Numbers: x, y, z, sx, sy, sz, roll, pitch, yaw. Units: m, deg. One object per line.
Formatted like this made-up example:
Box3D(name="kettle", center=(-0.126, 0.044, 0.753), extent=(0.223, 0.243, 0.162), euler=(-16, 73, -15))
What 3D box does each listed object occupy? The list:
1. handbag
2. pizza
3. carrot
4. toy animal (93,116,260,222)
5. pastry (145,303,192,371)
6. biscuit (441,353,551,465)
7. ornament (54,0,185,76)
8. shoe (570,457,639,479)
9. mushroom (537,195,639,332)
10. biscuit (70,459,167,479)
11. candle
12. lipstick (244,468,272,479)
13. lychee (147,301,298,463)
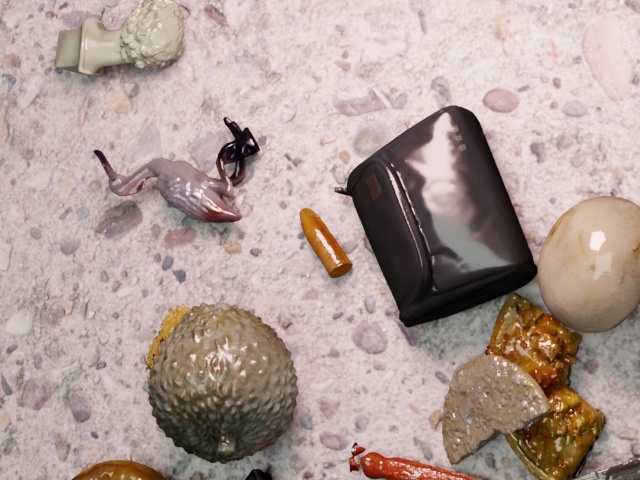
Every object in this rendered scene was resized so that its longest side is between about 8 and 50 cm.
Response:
Box3D(name="handbag", center=(0.162, -0.031, 1.652), extent=(0.275, 0.178, 0.301), euler=(-25, 75, 21))
Box3D(name="pizza", center=(0.335, 0.226, 1.596), extent=(0.161, 0.086, 0.305), euler=(-16, 79, 22))
Box3D(name="carrot", center=(0.000, 0.000, 1.799), extent=(0.048, 0.048, 0.139), euler=(-40, 68, 16))
Box3D(name="toy animal", center=(-0.252, -0.107, 1.906), extent=(0.324, 0.090, 0.195), euler=(-13, 73, 14))
Box3D(name="pastry", center=(-0.265, 0.186, 1.899), extent=(0.080, 0.056, 0.140), euler=(24, 97, 37))
Box3D(name="biscuit", center=(0.249, 0.248, 1.605), extent=(0.250, 0.032, 0.133), euler=(-45, 57, 49))
Box3D(name="ornament", center=(-0.385, -0.369, 1.980), extent=(0.285, 0.120, 0.130), euler=(-12, 82, 25))
Box3D(name="shoe", center=(0.462, 0.391, 1.499), extent=(0.293, 0.109, 0.149), euler=(-24, 70, 15))
Box3D(name="mushroom", center=(0.434, 0.045, 1.531), extent=(0.215, 0.207, 0.207), euler=(20, 94, -7))
Box3D(name="biscuit", center=(-0.386, 0.521, 1.902), extent=(0.213, 0.091, 0.274), euler=(27, 98, 22))
Box3D(name="candle", center=(0.197, 0.389, 1.666), extent=(0.329, 0.048, 0.051), euler=(10, 130, 26))
Box3D(name="lipstick", center=(-0.199, 0.578, 1.818), extent=(0.077, 0.077, 0.418), euler=(37, 101, 24))
Box3D(name="lychee", center=(-0.163, 0.238, 1.757), extent=(0.255, 0.255, 0.274), euler=(-32, 40, 19))
